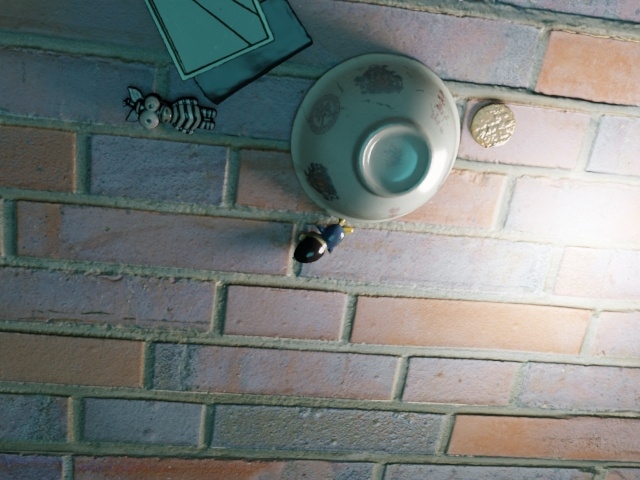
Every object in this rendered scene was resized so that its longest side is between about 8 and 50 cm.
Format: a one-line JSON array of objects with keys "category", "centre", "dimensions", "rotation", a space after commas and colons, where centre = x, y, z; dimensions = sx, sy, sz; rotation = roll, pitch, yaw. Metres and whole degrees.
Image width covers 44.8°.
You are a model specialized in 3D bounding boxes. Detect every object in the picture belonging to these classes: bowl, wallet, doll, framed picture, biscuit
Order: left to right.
[{"category": "doll", "centre": [-0.354, -0.299, 1.820], "dimensions": [0.219, 0.067, 0.091], "rotation": [8, 117, -10]}, {"category": "framed picture", "centre": [-0.271, -0.548, 1.726], "dimensions": [0.240, 0.020, 0.324], "rotation": [-24, 110, 3]}, {"category": "wallet", "centre": [-0.172, -0.442, 1.801], "dimensions": [0.285, 0.030, 0.146], "rotation": [-32, 117, 7]}, {"category": "doll", "centre": [0.000, 0.000, 2.001], "dimensions": [0.179, 0.089, 0.102], "rotation": [-34, 117, -18]}, {"category": "bowl", "centre": [0.153, -0.214, 1.843], "dimensions": [0.434, 0.196, 0.435], "rotation": [-3, 111, -8]}, {"category": "biscuit", "centre": [0.436, -0.290, 1.961], "dimensions": [0.120, 0.015, 0.120], "rotation": [-3, 114, -6]}]
